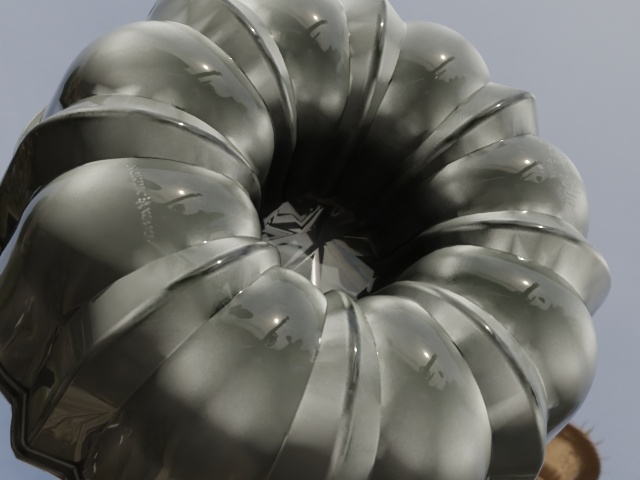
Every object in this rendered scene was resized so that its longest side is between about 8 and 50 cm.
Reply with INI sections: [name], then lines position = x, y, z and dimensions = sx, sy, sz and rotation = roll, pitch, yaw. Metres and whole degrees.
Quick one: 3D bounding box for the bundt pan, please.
[bundt pan]
position = 0.000, 0.000, 0.496
dimensions = 0.331, 0.331, 0.124
rotation = 46, -34, 8
